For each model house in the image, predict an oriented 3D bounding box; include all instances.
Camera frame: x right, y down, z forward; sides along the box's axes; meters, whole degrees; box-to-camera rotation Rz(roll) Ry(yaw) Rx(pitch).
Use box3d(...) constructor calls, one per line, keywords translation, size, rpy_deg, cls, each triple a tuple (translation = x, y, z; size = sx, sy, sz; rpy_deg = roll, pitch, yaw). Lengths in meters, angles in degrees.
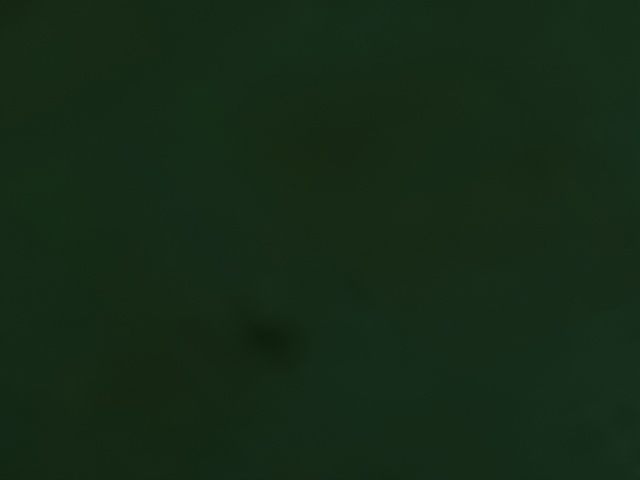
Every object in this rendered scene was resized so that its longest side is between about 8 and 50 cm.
box3d(translation=(-0.043, -0.051, 0.493), size=(0.382, 0.334, 0.343), rpy_deg=(56, 10, -34), cls="model house")
